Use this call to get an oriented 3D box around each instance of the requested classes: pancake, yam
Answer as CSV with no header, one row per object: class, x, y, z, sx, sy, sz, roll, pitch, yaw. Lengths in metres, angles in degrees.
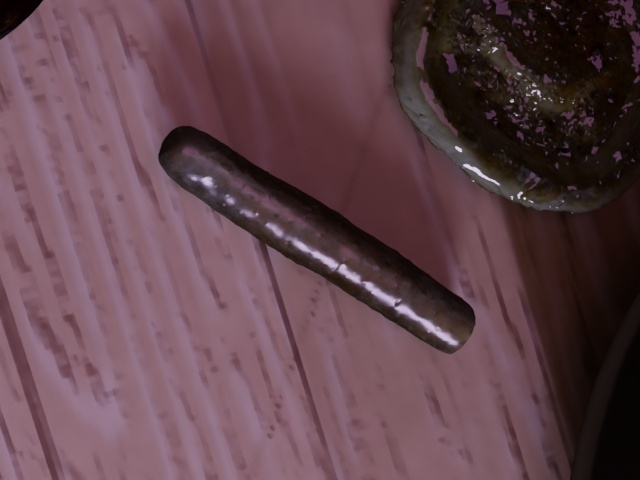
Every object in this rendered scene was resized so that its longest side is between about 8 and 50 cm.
pancake,0.071,-0.059,0.586,0.108,0.017,0.108,3,83,-25
yam,0.000,0.000,0.550,0.116,0.021,0.021,34,75,-19

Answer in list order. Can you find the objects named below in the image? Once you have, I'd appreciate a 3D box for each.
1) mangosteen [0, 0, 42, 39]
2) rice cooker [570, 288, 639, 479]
mangosteen,-0.131,-0.093,0.453,0.140,0.140,0.140,1,87,-23
rice cooker,0.270,0.099,0.496,0.335,0.325,0.335,1,87,-23
